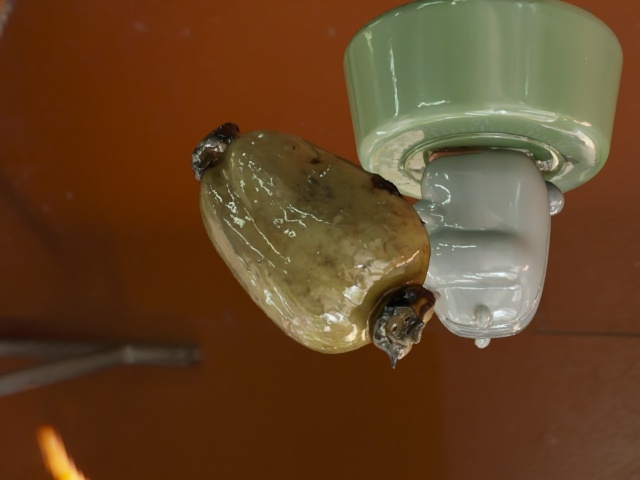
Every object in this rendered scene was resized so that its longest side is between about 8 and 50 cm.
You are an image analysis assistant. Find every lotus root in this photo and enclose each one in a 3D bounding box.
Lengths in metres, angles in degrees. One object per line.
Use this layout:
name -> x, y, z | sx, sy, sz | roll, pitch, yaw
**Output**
lotus root -> 0.000, 0.000, 1.351 | 0.257, 0.140, 0.154 | 45, 94, 14

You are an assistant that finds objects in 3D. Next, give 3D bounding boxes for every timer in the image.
timer -> 0.162, -0.052, 1.633 | 0.291, 0.291, 0.315 | -13, 65, 37
